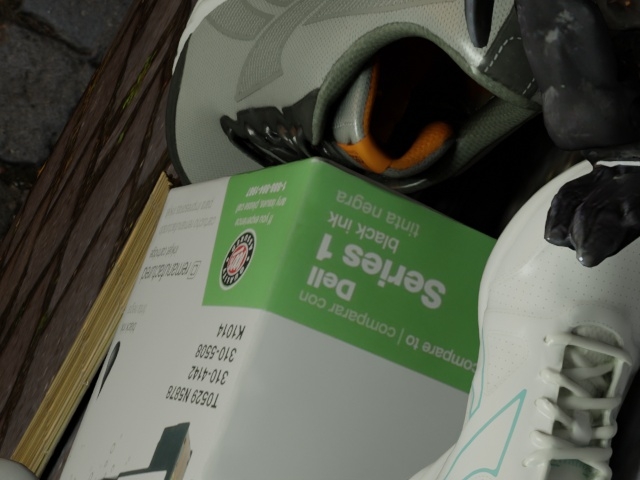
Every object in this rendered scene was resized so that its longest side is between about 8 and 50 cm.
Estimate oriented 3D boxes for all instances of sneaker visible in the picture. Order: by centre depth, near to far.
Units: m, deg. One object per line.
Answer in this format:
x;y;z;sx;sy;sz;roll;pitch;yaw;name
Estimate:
0.063;0.052;0.507;0.152;0.054;0.061;-68;21;9;sneaker
0.008;-0.059;0.706;0.271;0.100;0.108;-30;36;56;sneaker

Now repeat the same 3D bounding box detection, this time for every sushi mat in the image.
-0.190;0.093;1.525;0.316;0.019;0.151;-61;11;11;sushi mat

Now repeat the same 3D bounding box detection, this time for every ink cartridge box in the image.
-0.028;0.094;0.625;0.160;0.093;0.219;-8;60;68;ink cartridge box

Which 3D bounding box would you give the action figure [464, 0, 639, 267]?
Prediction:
0.097;-0.098;0.396;0.141;0.275;0.164;1;29;37;action figure

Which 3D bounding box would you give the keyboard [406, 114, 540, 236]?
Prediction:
0.000;0.000;0.844;0.201;0.033;0.317;-67;17;-12;keyboard

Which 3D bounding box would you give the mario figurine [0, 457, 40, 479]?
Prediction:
-0.241;0.274;1.231;0.198;0.170;0.320;-27;28;0;mario figurine
